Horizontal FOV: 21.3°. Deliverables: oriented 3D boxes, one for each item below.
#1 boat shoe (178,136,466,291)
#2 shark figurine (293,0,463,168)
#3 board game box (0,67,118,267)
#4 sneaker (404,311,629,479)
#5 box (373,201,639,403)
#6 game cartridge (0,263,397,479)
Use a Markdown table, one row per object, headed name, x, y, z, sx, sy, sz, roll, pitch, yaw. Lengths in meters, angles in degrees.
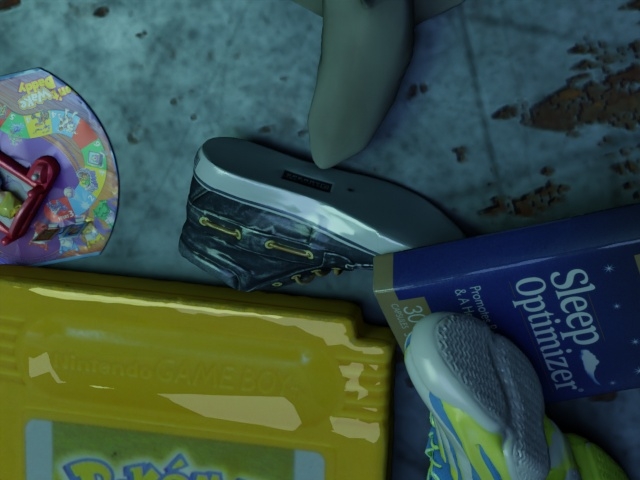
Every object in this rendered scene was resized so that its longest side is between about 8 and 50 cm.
| name | x | y | z | sx | sy | sz | roll | pitch | yaw |
| --- | --- | --- | --- | --- | --- | --- | --- | --- | --- |
| boat shoe | 0.000 | 0.000 | 1.094 | 0.183 | 0.065 | 0.083 | 21 | 123 | 5 |
| shark figurine | -0.005 | -0.191 | 1.012 | 0.166 | 0.116 | 0.278 | -28 | 99 | 17 |
| board game box | -0.221 | -0.039 | 1.143 | 0.168 | 0.033 | 0.133 | -10 | 103 | 15 |
| sneaker | 0.095 | 0.142 | 1.060 | 0.126 | 0.091 | 0.240 | -23 | 126 | 29 |
| box | 0.159 | 0.042 | 1.046 | 0.225 | 0.036 | 0.136 | -13 | 134 | 15 |
| game cartridge | -0.095 | 0.186 | 1.164 | 0.285 | 0.053 | 0.324 | 5 | 110 | 11 |
